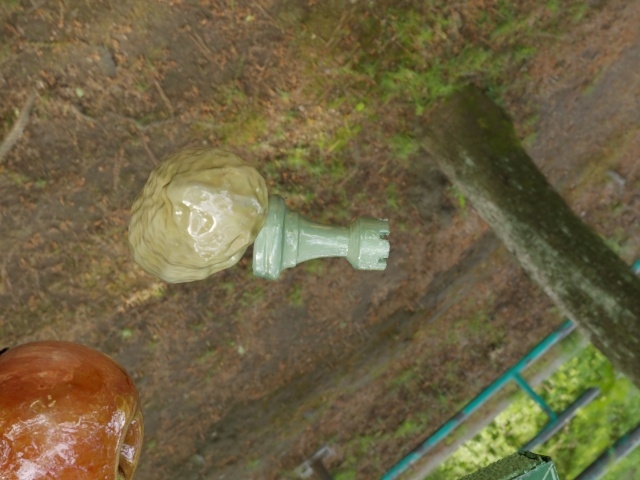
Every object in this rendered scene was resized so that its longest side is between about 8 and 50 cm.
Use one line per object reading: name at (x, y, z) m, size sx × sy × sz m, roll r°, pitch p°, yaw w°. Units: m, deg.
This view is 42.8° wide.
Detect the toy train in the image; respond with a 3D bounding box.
toy train at (0.353, 0.515, 1.570) m, size 0.269 × 0.155 × 0.115 m, roll -19°, pitch -174°, yaw -18°

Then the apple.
apple at (-0.338, 0.254, 1.053) m, size 0.206 × 0.252 × 0.272 m, roll -1°, pitch 136°, yaw -5°

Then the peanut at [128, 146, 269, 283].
peanut at (-0.148, -0.028, 0.978) m, size 0.152 × 0.152 × 0.313 m, roll -25°, pitch 177°, yaw -23°

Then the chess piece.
chess piece at (0.000, 0.000, 1.833) m, size 0.298 × 0.195 × 0.195 m, roll 4°, pitch 136°, yaw -4°
